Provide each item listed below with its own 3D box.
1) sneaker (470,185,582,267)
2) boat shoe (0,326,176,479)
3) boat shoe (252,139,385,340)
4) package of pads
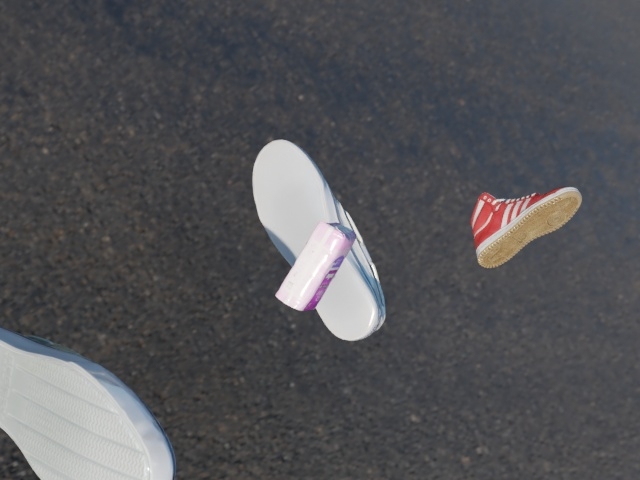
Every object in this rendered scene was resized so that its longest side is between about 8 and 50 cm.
[{"bbox_3d":[0.194,-0.030,1.065,0.042,0.118,0.067,35,30,-36],"label":"sneaker"},{"bbox_3d":[-0.214,0.135,0.936,0.094,0.302,0.109,4,106,-50],"label":"boat shoe"},{"bbox_3d":[0.000,0.000,1.325,0.258,0.095,0.084,68,20,6],"label":"boat shoe"},{"bbox_3d":[-0.003,0.022,0.981,0.032,0.083,0.050,34,9,16],"label":"package of pads"}]
